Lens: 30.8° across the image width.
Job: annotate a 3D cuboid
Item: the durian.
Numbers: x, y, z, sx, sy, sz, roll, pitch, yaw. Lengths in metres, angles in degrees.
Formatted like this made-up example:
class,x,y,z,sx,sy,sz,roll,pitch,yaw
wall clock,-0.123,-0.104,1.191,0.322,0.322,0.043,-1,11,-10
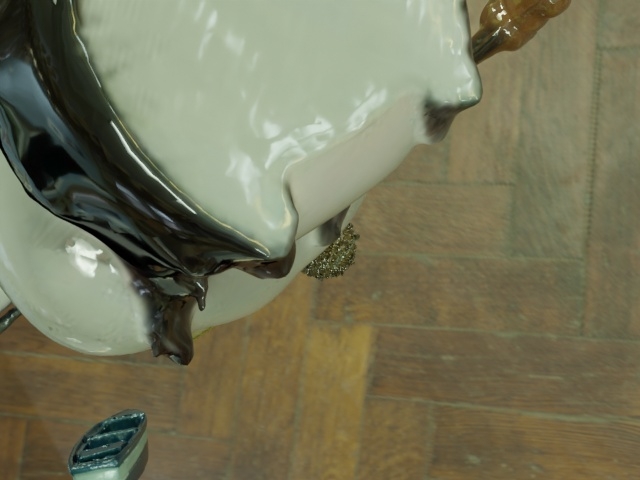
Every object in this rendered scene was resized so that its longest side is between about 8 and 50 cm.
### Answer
class,x,y,z,sx,sy,sz,roll,pitch,yaw
durian,0.000,0.000,1.255,0.080,0.080,0.091,-34,92,17

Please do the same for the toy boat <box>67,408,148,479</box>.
class,x,y,z,sx,sy,sz,roll,pitch,yaw
toy boat,-0.295,0.304,1.679,0.096,0.299,0.061,-15,96,2

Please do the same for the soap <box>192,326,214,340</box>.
class,x,y,z,sx,sy,sz,roll,pitch,yaw
soap,-0.194,0.032,1.742,0.091,0.315,0.199,2,106,22

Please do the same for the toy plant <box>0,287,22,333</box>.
class,x,y,z,sx,sy,sz,roll,pitch,yaw
toy plant,-0.368,-0.074,0.873,0.247,0.332,0.247,-18,35,13

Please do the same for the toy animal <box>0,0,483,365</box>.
class,x,y,z,sx,sy,sz,roll,pitch,yaw
toy animal,-0.075,-0.069,0.626,0.310,0.251,0.251,149,122,-61

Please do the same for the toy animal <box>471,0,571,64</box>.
class,x,y,z,sx,sy,sz,roll,pitch,yaw
toy animal,0.194,-0.229,1.308,0.066,0.229,0.224,46,139,-5
